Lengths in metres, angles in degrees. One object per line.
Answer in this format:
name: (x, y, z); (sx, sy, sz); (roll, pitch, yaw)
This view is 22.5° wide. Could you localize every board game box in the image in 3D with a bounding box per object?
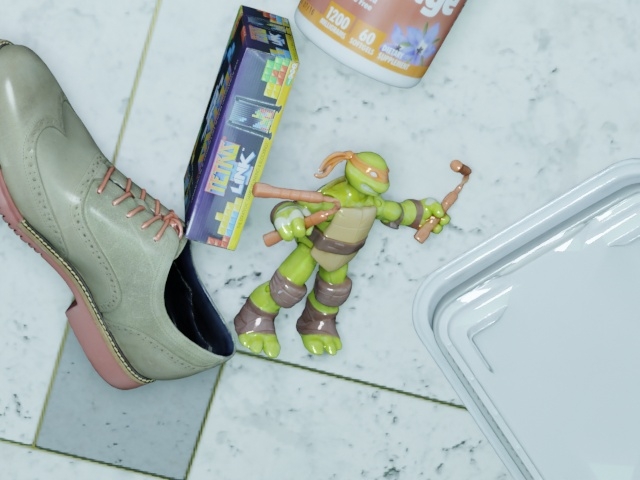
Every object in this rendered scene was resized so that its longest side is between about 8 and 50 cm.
board game box: (-0.070, -0.096, 1.346); (0.048, 0.141, 0.170); (16, 109, -10)

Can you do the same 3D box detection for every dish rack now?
dish rack: (0.274, 0.118, 1.502); (0.285, 0.072, 0.333); (-31, 110, 9)

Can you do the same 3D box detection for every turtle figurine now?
turtle figurine: (0.000, 0.000, 1.394); (0.269, 0.087, 0.217); (-8, 134, -48)

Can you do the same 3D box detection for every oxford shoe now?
oxford shoe: (-0.176, -0.027, 1.360); (0.130, 0.123, 0.348); (-9, 126, 27)

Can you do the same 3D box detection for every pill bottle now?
pill bottle: (0.078, -0.243, 1.308); (0.121, 0.121, 0.216); (25, 108, -14)
